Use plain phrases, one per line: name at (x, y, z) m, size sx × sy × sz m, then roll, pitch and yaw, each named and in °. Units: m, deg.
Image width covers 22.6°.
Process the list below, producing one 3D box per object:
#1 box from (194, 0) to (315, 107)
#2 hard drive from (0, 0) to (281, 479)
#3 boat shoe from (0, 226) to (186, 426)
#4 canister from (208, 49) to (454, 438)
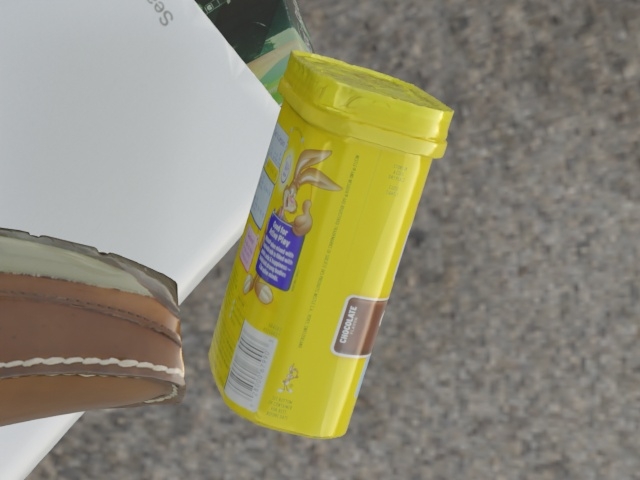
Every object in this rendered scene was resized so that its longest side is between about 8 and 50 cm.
box at (-0.121, -0.124, 1.165) m, size 0.232 × 0.322 × 0.058 m, roll -27°, pitch 130°, yaw 9°
hard drive at (-0.187, -0.003, 0.869) m, size 0.353 × 0.047 × 0.233 m, roll -49°, pitch 122°, yaw -15°
boat shoe at (-0.213, 0.065, 0.598) m, size 0.324 × 0.122 × 0.120 m, roll -2°, pitch 72°, yaw -5°
canister at (0.000, 0.000, 0.802) m, size 0.073 × 0.126 × 0.170 m, roll 14°, pitch 101°, yaw -13°
